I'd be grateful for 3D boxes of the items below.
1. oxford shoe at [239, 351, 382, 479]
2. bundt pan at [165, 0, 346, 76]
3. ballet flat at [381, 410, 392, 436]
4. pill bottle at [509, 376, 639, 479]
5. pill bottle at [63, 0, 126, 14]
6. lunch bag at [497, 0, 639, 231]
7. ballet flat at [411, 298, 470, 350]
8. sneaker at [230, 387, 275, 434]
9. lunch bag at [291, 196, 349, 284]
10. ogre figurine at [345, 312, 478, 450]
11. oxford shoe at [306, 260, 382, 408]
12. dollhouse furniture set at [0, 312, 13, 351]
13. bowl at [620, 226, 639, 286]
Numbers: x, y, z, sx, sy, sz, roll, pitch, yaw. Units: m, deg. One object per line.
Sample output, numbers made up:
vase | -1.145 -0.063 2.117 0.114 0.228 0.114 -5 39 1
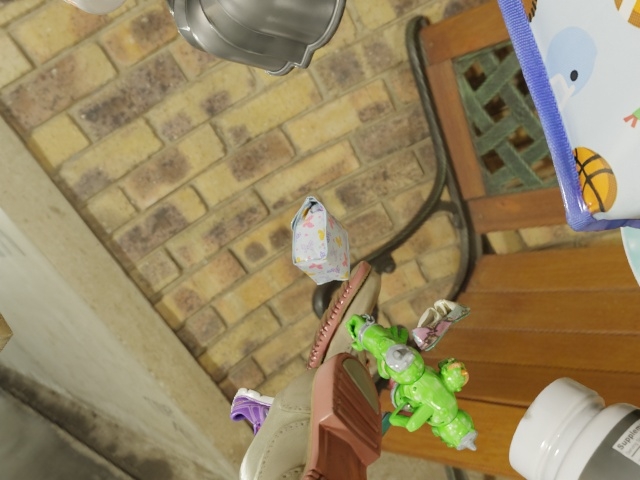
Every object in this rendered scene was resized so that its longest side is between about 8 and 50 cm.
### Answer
oxford shoe | -0.026 0.305 0.682 0.146 0.140 0.397 -27 22 27
bundt pan | -0.092 -0.352 0.672 0.124 0.331 0.330 -7 10 -33
ballet flat | 0.090 0.352 1.100 0.041 0.041 0.114 -4 30 45
pill bottle | 0.365 0.285 0.674 0.161 0.161 0.283 -40 43 -19
pill bottle | -0.325 -0.354 0.694 0.221 0.121 0.121 27 48 11
lunch bag | 0.283 -0.231 0.389 0.238 0.386 0.327 0 -16 -45
ballet flat | 0.307 0.199 1.560 0.221 0.079 0.077 -29 -8 -41
sneaker | -0.085 0.321 1.098 0.169 0.068 0.071 6 56 26
lunch bag | 0.000 0.000 0.705 0.053 0.071 0.083 -9 64 22
ogre figurine | 0.112 0.169 0.688 0.096 0.197 0.118 -22 5 -11
oxford shoe | 0.038 0.203 0.912 0.123 0.130 0.348 -57 -13 -80
dollhouse furniture set | -0.431 0.097 0.613 0.182 0.161 0.101 -46 -15 25
bowl | 0.575 0.011 0.825 0.163 0.312 0.311 -22 24 -2
